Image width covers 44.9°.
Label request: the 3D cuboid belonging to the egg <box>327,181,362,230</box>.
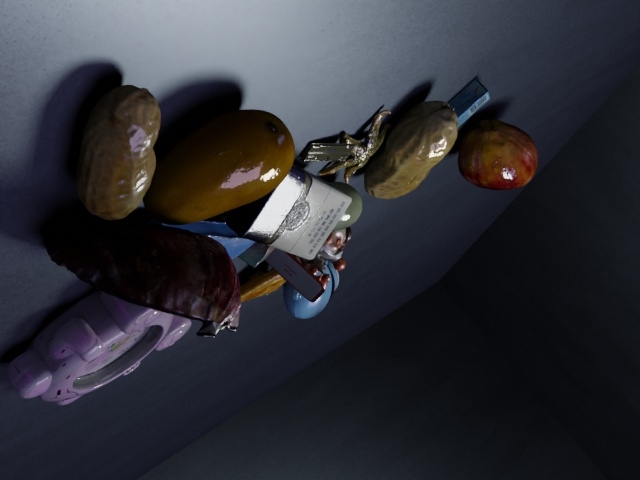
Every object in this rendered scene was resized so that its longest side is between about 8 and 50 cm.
[{"bbox_3d":[0.031,-0.080,1.793,0.152,0.114,0.114,-2,142,-48],"label":"egg"}]

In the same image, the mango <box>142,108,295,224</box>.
[{"bbox_3d":[-0.159,-0.111,1.204,0.254,0.139,0.175,-30,166,-8],"label":"mango"}]

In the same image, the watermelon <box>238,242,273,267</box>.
[{"bbox_3d":[-0.088,-0.043,1.709,0.241,0.094,0.154,-45,170,8],"label":"watermelon"}]

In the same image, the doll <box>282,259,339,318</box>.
[{"bbox_3d":[-0.028,0.128,2.223,0.314,0.141,0.177,-24,130,-76],"label":"doll"}]

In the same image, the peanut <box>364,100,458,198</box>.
[{"bbox_3d":[0.206,-0.203,1.823,0.149,0.149,0.313,-28,166,-36],"label":"peanut"}]

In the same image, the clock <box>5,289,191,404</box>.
[{"bbox_3d":[-0.428,0.199,1.522,0.322,0.113,0.295,-36,165,-7],"label":"clock"}]

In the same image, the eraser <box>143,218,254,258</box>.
[{"bbox_3d":[-0.250,0.014,1.464,0.144,0.042,0.312,-34,164,21],"label":"eraser"}]

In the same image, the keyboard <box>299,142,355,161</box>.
[{"bbox_3d":[0.016,-0.184,1.604,0.129,0.015,0.049,-6,141,-43],"label":"keyboard"}]

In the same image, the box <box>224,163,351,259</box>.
[{"bbox_3d":[-0.059,-0.063,1.549,0.168,0.071,0.259,-57,149,9],"label":"box"}]

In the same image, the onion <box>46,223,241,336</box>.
[{"bbox_3d":[-0.263,0.034,1.202,0.280,0.314,0.146,25,87,-31],"label":"onion"}]

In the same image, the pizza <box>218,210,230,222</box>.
[{"bbox_3d":[-0.141,-0.066,1.578,0.099,0.036,0.160,-48,163,32],"label":"pizza"}]

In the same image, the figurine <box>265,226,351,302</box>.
[{"bbox_3d":[0.000,0.000,1.887,0.226,0.183,0.160,-47,178,-23],"label":"figurine"}]

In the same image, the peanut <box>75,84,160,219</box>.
[{"bbox_3d":[-0.267,-0.116,1.028,0.108,0.095,0.226,-47,170,-41],"label":"peanut"}]

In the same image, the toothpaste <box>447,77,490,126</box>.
[{"bbox_3d":[0.311,-0.294,1.957,0.267,0.050,0.065,-42,166,10],"label":"toothpaste"}]

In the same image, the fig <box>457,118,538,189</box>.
[{"bbox_3d":[0.510,-0.248,2.268,0.263,0.224,0.224,6,136,-46],"label":"fig"}]

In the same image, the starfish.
[{"bbox_3d":[0.082,-0.206,1.696,0.208,0.053,0.176,-50,153,15],"label":"starfish"}]

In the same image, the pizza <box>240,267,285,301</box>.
[{"bbox_3d":[-0.150,0.107,2.014,0.201,0.053,0.193,-28,170,-3],"label":"pizza"}]
